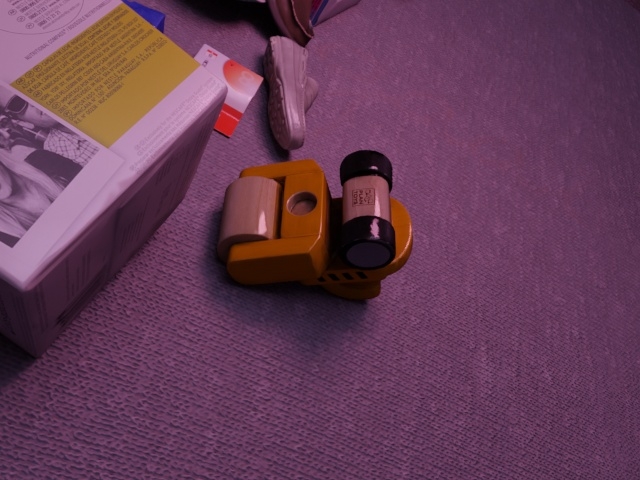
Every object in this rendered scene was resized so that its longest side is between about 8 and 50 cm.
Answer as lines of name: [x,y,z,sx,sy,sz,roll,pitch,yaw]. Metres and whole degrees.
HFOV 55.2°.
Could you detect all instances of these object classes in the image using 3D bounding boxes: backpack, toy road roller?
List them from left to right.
backpack: [-0.371,-0.416,1.201,0.120,0.098,0.101,18,40,-5]
toy road roller: [0.000,0.000,1.103,0.329,0.240,0.202,-5,54,9]

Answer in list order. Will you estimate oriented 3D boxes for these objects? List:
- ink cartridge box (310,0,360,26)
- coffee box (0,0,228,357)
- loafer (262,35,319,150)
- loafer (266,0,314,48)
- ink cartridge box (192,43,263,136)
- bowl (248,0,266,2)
ink cartridge box: [-0.069,-0.779,1.616,0.395,0.151,0.270,42,46,2]
coffee box: [-0.376,-0.110,0.769,0.334,0.337,0.338,38,59,-4]
loafer: [-0.055,-0.322,1.321,0.111,0.112,0.319,6,55,-19]
loafer: [-0.060,-0.637,1.424,0.134,0.130,0.366,-49,130,-67]
ink cartridge box: [-0.213,-0.312,1.260,0.145,0.045,0.179,29,45,-12]
bowl: [-0.235,-0.677,1.373,0.311,0.163,0.311,-7,90,-72]
